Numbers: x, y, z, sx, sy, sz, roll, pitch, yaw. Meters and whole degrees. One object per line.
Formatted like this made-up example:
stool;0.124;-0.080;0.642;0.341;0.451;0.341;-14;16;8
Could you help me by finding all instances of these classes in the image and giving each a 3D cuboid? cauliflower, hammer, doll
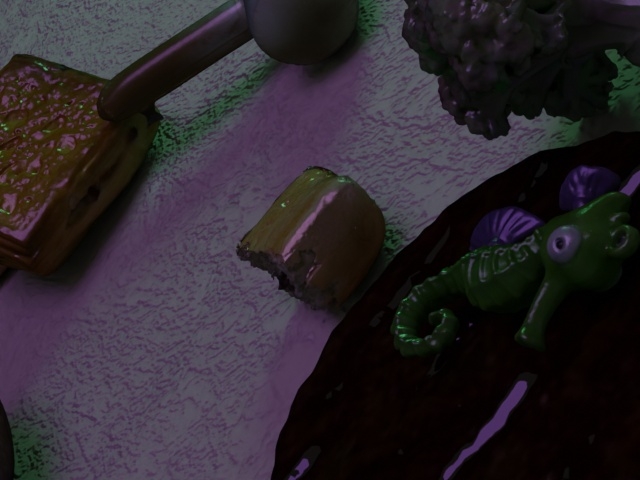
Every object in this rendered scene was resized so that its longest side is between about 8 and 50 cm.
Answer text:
cauliflower;0.193;-0.181;1.160;0.315;0.239;0.256;21;90;31
hammer;-0.101;-0.202;1.674;0.305;0.113;0.202;-33;31;18
doll;0.117;0.022;1.031;0.190;0.050;0.115;-22;35;43

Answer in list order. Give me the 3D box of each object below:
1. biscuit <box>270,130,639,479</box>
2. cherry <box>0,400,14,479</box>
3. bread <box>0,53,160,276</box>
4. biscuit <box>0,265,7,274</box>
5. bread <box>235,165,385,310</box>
biscuit;0.130;0.122;1.044;0.407;0.091;0.407;-33;36;28
cherry;-0.395;0.221;1.531;0.261;0.221;0.307;-20;28;30
bread;-0.297;-0.077;1.797;0.210;0.099;0.235;18;66;32
biscuit;-0.364;-0.008;1.921;0.250;0.030;0.160;-47;29;7
bread;-0.001;-0.001;1.371;0.106;0.082;0.125;-44;18;-8
